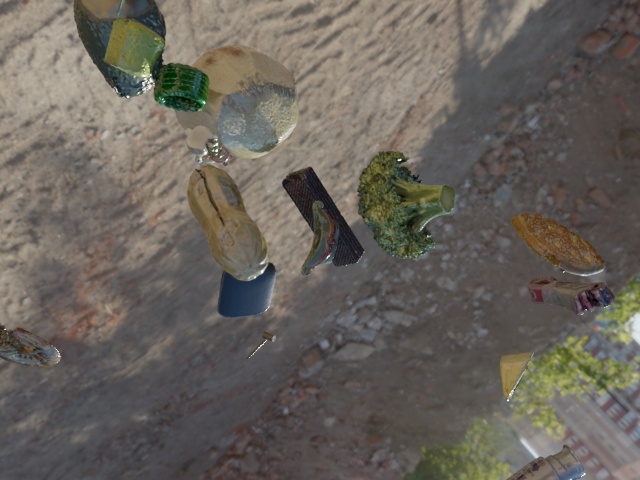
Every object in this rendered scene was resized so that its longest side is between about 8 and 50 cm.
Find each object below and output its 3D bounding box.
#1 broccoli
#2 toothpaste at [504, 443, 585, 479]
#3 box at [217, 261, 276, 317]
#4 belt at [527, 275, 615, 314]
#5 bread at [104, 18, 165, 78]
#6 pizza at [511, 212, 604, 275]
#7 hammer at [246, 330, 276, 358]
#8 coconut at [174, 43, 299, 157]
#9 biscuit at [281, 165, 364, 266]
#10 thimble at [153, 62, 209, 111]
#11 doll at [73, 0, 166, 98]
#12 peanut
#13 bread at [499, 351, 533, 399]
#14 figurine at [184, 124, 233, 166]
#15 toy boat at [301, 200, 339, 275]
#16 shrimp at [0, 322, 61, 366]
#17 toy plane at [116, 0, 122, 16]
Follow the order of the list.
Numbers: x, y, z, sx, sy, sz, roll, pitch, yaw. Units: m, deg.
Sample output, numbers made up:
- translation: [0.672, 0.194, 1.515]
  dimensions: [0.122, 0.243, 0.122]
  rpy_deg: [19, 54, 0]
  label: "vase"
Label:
- translation: [0.218, -0.088, 1.801]
  dimensions: [0.235, 0.260, 0.288]
  rpy_deg: [-47, 119, -8]
  label: "broccoli"
- translation: [0.374, 0.504, 1.304]
  dimensions: [0.299, 0.073, 0.114]
  rpy_deg: [-28, 170, -4]
  label: "toothpaste"
- translation: [-0.240, 0.158, 2.162]
  dimensions: [0.212, 0.042, 0.201]
  rpy_deg: [-6, 119, -38]
  label: "box"
- translation: [0.525, 0.115, 1.418]
  dimensions: [0.071, 0.053, 0.232]
  rpy_deg: [-26, -173, -15]
  label: "belt"
- translation: [-0.421, -0.436, 1.506]
  dimensions: [0.111, 0.129, 0.114]
  rpy_deg: [21, 95, -38]
  label: "bread"
- translation: [0.556, 0.016, 1.558]
  dimensions: [0.058, 0.246, 0.127]
  rpy_deg: [127, -19, -51]
  label: "pizza"
- translation: [-0.166, 0.287, 1.797]
  dimensions: [0.110, 0.035, 0.019]
  rpy_deg: [-42, 138, -46]
  label: "hammer"
- translation: [-0.281, -0.460, 2.145]
  dimensions: [0.345, 0.415, 0.415]
  rpy_deg: [-63, 158, 7]
  label: "coconut"
- translation: [0.011, -0.079, 2.261]
  dimensions: [0.107, 0.388, 0.073]
  rpy_deg: [-13, -150, 42]
  label: "biscuit"
- translation: [-0.336, -0.372, 1.616]
  dimensions: [0.130, 0.090, 0.118]
  rpy_deg: [15, 164, -36]
  label: "thimble"
- translation: [-0.517, -0.550, 1.769]
  dimensions: [0.247, 0.247, 0.350]
  rpy_deg: [-33, 152, -24]
  label: "doll"
- translation: [-0.217, -0.042, 1.517]
  dimensions: [0.130, 0.290, 0.130]
  rpy_deg: [-28, 168, -7]
  label: "peanut"
- translation: [0.478, 0.333, 1.598]
  dimensions: [0.080, 0.109, 0.084]
  rpy_deg: [-9, 179, 22]
  label: "bread"
- translation: [-0.265, -0.208, 1.592]
  dimensions: [0.081, 0.098, 0.146]
  rpy_deg: [-37, 156, -1]
  label: "figurine"
- translation: [0.001, -0.001, 1.607]
  dimensions: [0.089, 0.071, 0.185]
  rpy_deg: [-174, -85, -73]
  label: "toy boat"
- translation: [-0.452, 0.152, 0.975]
  dimensions: [0.162, 0.095, 0.045]
  rpy_deg: [55, 47, -48]
  label: "shrimp"
- translation: [-0.299, -0.559, 1.148]
  dimensions: [0.106, 0.155, 0.382]
  rpy_deg: [18, 124, -18]
  label: "toy plane"
